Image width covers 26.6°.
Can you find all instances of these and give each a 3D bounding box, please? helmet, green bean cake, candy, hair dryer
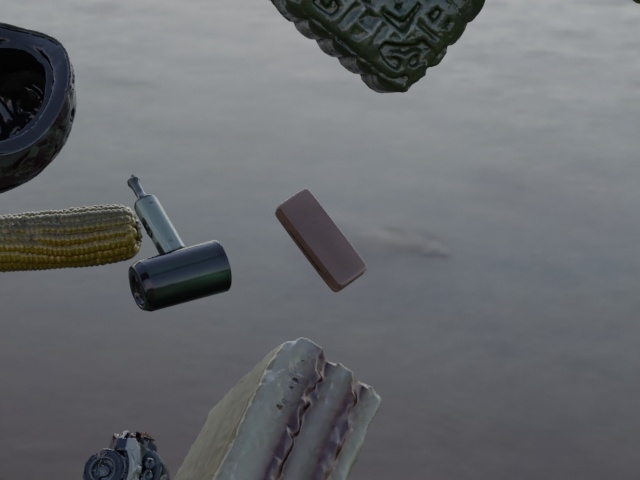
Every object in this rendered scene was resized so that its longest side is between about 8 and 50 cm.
[{"bbox_3d":[-0.293,-0.103,1.203,0.177,0.107,0.153,-9,56,3],"label":"helmet"},{"bbox_3d":[0.077,-0.311,1.580,0.222,0.227,0.125,37,-4,-12],"label":"green bean cake"},{"bbox_3d":[-0.076,0.269,1.383,0.135,0.179,0.321,38,46,-9],"label":"candy"},{"bbox_3d":[-0.178,-0.006,1.463,0.100,0.057,0.198,-13,45,-23],"label":"hair dryer"}]

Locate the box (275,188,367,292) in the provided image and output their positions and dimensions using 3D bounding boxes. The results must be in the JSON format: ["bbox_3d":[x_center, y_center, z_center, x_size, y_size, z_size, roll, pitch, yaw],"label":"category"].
[{"bbox_3d":[0.000,0.000,1.477,0.048,0.115,0.025,-35,-6,-31],"label":"box"}]

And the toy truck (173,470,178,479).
[{"bbox_3d":[-0.123,0.327,1.553,0.080,0.078,0.154,5,23,-19],"label":"toy truck"}]

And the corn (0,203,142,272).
[{"bbox_3d":[-0.337,-0.001,1.679,0.231,0.080,0.080,-5,24,-9],"label":"corn"}]

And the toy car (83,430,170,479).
[{"bbox_3d":[-0.301,0.438,2.064,0.118,0.193,0.301,3,62,14],"label":"toy car"}]

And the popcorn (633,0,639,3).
[{"bbox_3d":[0.428,-0.392,1.506,0.290,0.321,0.325,-13,-2,24],"label":"popcorn"}]
